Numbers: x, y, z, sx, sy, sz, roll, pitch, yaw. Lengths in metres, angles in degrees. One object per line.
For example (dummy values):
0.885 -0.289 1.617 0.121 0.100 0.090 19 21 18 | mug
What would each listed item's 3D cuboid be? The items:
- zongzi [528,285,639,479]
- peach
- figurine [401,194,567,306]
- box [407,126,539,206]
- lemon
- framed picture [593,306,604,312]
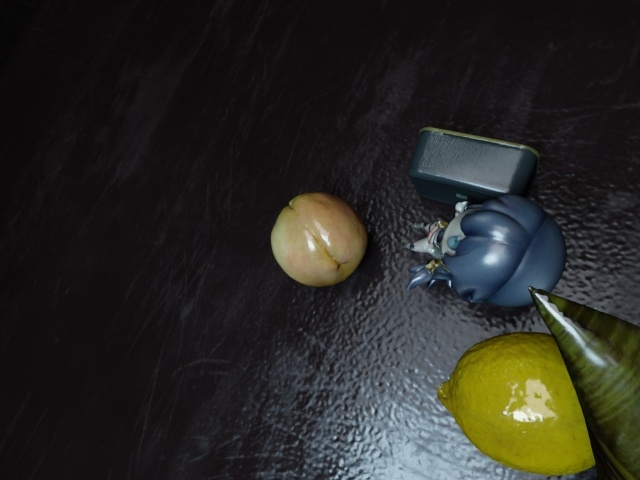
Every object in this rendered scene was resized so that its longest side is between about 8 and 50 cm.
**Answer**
0.323 0.279 0.454 0.432 0.208 0.403 28 124 9 | zongzi
0.000 0.000 0.804 0.184 0.184 0.184 -7 71 20 | peach
0.248 0.017 0.669 0.197 0.265 0.175 14 92 -2 | figurine
0.262 -0.114 0.748 0.201 0.144 0.090 20 85 25 | box
0.294 0.222 0.594 0.257 0.188 0.188 -8 70 29 | lemon
0.451 0.211 0.637 0.183 0.011 0.142 41 91 28 | framed picture
